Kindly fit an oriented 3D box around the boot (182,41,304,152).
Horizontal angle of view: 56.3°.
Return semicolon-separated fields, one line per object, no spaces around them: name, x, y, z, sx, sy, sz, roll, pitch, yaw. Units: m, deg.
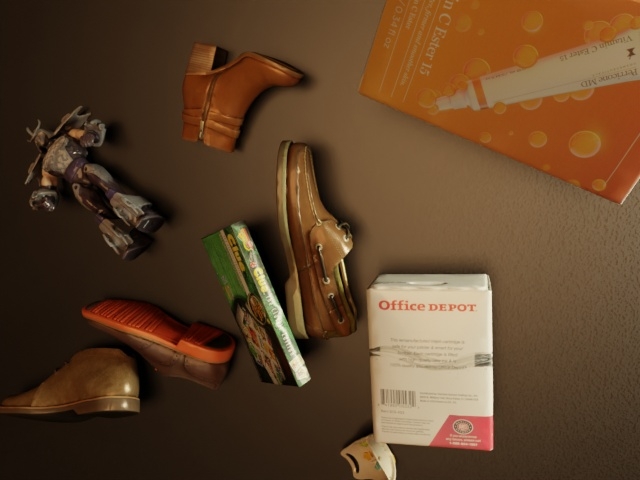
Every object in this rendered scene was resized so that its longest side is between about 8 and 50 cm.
boot;-0.123;-0.207;0.907;0.197;0.073;0.153;17;103;24

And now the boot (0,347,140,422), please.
boot;-0.450;0.266;1.079;0.305;0.112;0.115;-12;66;21

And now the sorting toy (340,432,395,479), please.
sorting toy;0.073;0.353;0.969;0.075;0.045;0.083;-29;92;25

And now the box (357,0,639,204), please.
box;0.251;-0.231;0.714;0.345;0.168;0.215;25;131;9

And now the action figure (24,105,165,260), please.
action figure;-0.383;-0.100;0.981;0.285;0.099;0.185;42;112;8

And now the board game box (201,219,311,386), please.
board game box;-0.105;0.102;0.936;0.136;0.030;0.260;-14;99;61

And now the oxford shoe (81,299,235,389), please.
oxford shoe;-0.281;0.176;1.004;0.271;0.097;0.099;19;110;11

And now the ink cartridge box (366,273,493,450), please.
ink cartridge box;0.163;0.171;0.879;0.171;0.100;0.237;-1;100;15

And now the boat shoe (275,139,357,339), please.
boat shoe;0.000;0.000;0.898;0.104;0.111;0.308;-2;109;11
